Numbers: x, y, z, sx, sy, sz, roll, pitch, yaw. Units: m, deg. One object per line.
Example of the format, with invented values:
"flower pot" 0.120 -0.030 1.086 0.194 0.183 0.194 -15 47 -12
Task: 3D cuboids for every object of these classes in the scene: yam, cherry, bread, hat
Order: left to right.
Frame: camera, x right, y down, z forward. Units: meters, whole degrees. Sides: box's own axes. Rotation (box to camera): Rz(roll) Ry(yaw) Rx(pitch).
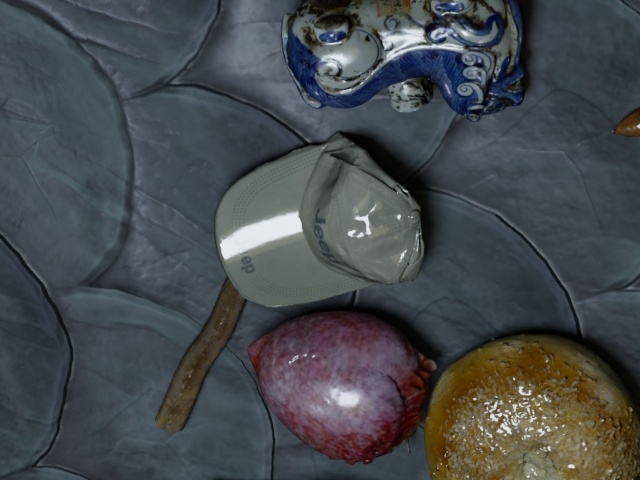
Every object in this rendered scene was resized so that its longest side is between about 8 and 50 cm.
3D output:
"yam" -0.143 0.121 1.928 0.045 0.045 0.327 12 117 -31
"hat" 0.000 0.000 1.791 0.244 0.149 0.214 -26 107 -7
"cherry" 0.018 0.183 1.854 0.249 0.175 0.192 23 127 9
"bread" 0.274 0.271 1.842 0.305 0.159 0.306 3 111 9

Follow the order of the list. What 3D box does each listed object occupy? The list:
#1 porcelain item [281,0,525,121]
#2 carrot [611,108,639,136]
"porcelain item" 0.102 -0.224 1.704 0.288 0.138 0.186 -9 127 10
"carrot" 0.447 -0.168 1.689 0.224 0.057 0.057 -24 105 21
